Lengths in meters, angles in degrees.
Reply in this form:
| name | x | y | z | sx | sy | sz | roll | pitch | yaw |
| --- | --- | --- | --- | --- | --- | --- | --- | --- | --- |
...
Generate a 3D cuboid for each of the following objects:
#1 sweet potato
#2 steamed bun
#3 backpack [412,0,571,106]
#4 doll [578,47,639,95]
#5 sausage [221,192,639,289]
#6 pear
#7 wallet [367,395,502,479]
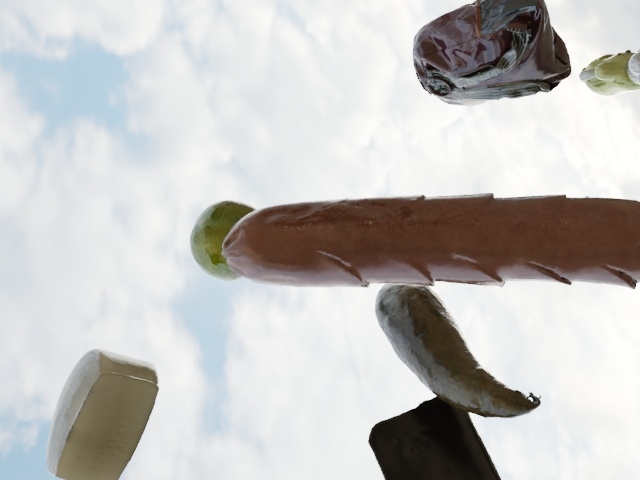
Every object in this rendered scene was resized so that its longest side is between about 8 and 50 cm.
| name | x | y | z | sx | sy | sz | roll | pitch | yaw |
| --- | --- | --- | --- | --- | --- | --- | --- | --- | --- |
| sweet potato | 0.203 | 0.184 | 1.192 | 0.130 | 0.130 | 0.423 | 18 | -164 | -30 |
| steamed bun | -0.412 | 0.322 | 1.302 | 0.146 | 0.164 | 0.242 | 23 | -87 | -30 |
| backpack | 0.360 | -0.409 | 1.527 | 0.283 | 0.317 | 0.197 | 40 | -136 | -47 |
| doll | 0.429 | -0.233 | 0.953 | 0.106 | 0.162 | 0.062 | -3 | -82 | -15 |
| sausage | 0.131 | 0.001 | 0.615 | 0.433 | 0.088 | 0.088 | 0 | -124 | -2 |
| pear | -0.173 | -0.001 | 1.475 | 0.180 | 0.216 | 0.166 | -46 | -56 | -38 |
| wallet | 0.223 | 0.443 | 1.140 | 0.197 | 0.051 | 0.377 | -17 | -122 | -11 |
